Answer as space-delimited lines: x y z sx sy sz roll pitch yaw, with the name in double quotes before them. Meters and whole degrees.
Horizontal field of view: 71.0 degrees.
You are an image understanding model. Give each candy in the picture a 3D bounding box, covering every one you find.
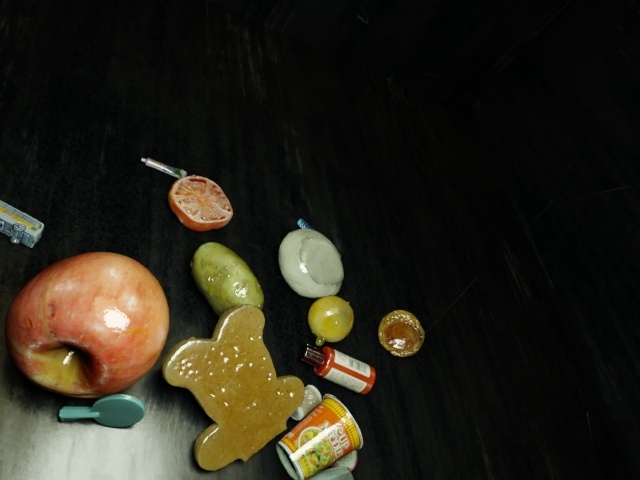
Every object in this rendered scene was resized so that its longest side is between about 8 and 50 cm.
"candy" 0.071 0.689 1.435 0.103 0.043 0.103 20 48 -24
"candy" -0.039 0.090 1.707 0.295 0.185 0.295 29 48 -39

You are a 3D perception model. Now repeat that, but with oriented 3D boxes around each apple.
"apple" -0.558 0.197 1.120 0.364 0.364 0.363 20 49 -24

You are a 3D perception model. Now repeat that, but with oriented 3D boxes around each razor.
"razor" 0.000 0.000 1.905 0.253 0.042 0.082 43 45 -1

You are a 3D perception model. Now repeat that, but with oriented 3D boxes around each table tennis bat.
"table tennis bat" -0.547 0.432 1.129 0.201 0.124 0.033 2 34 -11

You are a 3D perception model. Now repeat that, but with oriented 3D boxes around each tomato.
"tomato" -0.439 -0.122 1.631 0.237 0.095 0.236 20 45 -21

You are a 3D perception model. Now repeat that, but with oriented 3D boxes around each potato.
"potato" -0.303 0.141 1.458 0.173 0.210 0.307 -36 79 -22

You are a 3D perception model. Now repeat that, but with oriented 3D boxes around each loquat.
"loquat" 0.033 0.292 1.631 0.172 0.149 0.204 42 61 -29

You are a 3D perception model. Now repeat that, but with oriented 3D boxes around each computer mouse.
"computer mouse" 0.020 0.744 1.337 0.229 0.068 0.113 9 74 -38

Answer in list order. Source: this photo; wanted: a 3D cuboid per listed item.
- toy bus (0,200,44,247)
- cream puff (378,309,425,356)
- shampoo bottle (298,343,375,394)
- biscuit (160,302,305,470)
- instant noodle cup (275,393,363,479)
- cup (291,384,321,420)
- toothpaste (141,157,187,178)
"toy bus" -0.888 -0.057 1.273 0.190 0.064 0.075 31 33 -14
"cream puff" 0.333 0.360 1.816 0.183 0.183 0.169 49 18 4
"shampoo bottle" 0.053 0.439 1.565 0.278 0.104 0.104 29 46 -17
"biscuit" -0.255 0.423 1.293 0.368 0.076 0.394 -33 100 -31
"instant noodle cup" -0.014 0.599 1.341 0.212 0.193 0.193 -26 76 -29
"cup" -0.063 0.511 1.446 0.099 0.074 0.102 -25 75 -45
"toothpaste" -0.585 -0.271 1.683 0.170 0.028 0.045 20 55 -28
